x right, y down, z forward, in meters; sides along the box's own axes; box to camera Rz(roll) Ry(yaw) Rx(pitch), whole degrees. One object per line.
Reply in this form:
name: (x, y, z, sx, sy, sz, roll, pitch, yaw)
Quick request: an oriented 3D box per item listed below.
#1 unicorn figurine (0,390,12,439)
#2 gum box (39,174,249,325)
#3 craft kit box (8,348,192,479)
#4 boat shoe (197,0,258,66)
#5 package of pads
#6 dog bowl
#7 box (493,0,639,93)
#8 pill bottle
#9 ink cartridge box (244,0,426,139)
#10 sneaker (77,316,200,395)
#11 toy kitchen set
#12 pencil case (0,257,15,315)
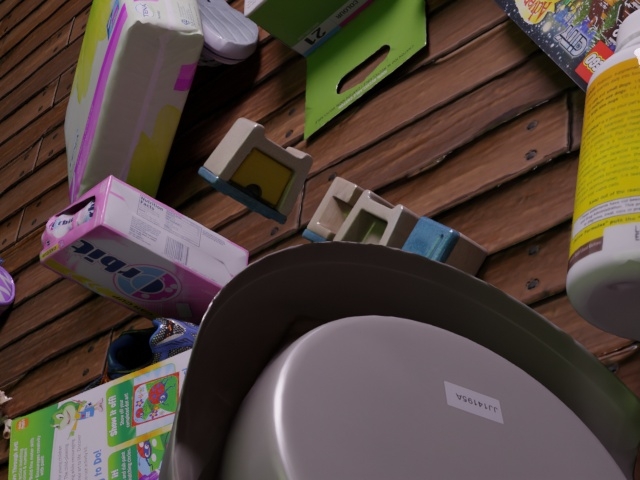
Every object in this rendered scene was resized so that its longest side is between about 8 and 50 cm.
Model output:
unicorn figurine: (-0.435, 0.254, 1.601, 0.162, 0.060, 0.111, -47, 30, -9)
gum box: (-0.179, 0.016, 1.300, 0.107, 0.188, 0.062, -29, 43, 39)
craft kit box: (-0.162, 0.225, 1.145, 0.246, 0.061, 0.250, -20, 42, 8)
boat shoe: (-0.132, -0.247, 1.570, 0.226, 0.083, 0.076, -119, 42, -59)
package of pads: (-0.229, -0.184, 1.533, 0.229, 0.101, 0.296, -108, 34, -51)
dog bowl: (0.067, 0.156, 0.721, 0.102, 0.348, 0.349, -56, 29, 32)
box: (0.234, -0.217, 1.048, 0.159, 0.044, 0.233, -50, 33, 15)
pill bottle: (0.229, -0.049, 0.850, 0.117, 0.117, 0.215, -20, 50, 46)
ink cartridge box: (0.013, -0.262, 1.345, 0.189, 0.097, 0.255, -35, 39, 34)
sneaker: (-0.190, 0.131, 1.319, 0.221, 0.087, 0.083, -35, 39, 34)
toy kitchen set: (0.000, 0.000, 1.084, 0.122, 0.166, 0.207, -60, 32, -1)
pencil case: (-0.506, 0.111, 1.776, 0.206, 0.088, 0.086, -46, 33, 23)
